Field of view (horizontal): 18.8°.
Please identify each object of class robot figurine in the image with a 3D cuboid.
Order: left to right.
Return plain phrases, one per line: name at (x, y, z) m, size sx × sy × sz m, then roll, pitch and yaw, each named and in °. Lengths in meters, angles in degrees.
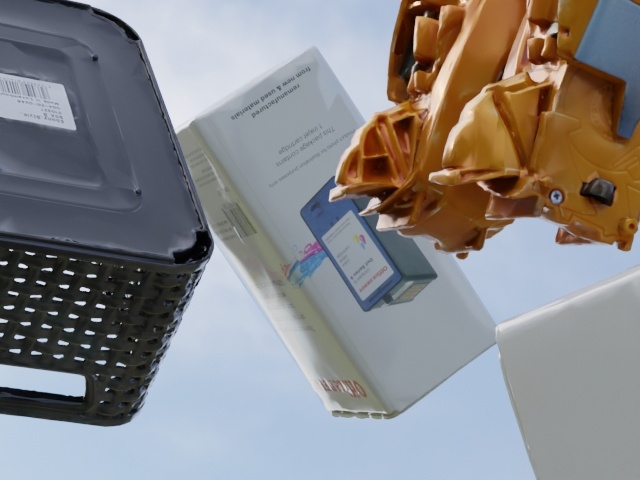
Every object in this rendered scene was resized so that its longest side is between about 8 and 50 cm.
robot figurine at (0.098, -0.139, 0.695) m, size 0.085 × 0.291 × 0.211 m, roll 19°, pitch -9°, yaw -18°

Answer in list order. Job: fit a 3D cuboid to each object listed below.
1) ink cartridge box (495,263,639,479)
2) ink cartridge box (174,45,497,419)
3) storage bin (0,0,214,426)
ink cartridge box at (0.223, 0.032, 0.558) m, size 0.278 × 0.117 × 0.201 m, roll -26°, pitch -18°, yaw 39°
ink cartridge box at (0.000, 0.000, 1.189) m, size 0.212 × 0.093 × 0.154 m, roll 58°, pitch -14°, yaw -4°
storage bin at (-0.126, -0.021, 0.761) m, size 0.122 × 0.180 × 0.084 m, roll 9°, pitch -55°, yaw -25°
